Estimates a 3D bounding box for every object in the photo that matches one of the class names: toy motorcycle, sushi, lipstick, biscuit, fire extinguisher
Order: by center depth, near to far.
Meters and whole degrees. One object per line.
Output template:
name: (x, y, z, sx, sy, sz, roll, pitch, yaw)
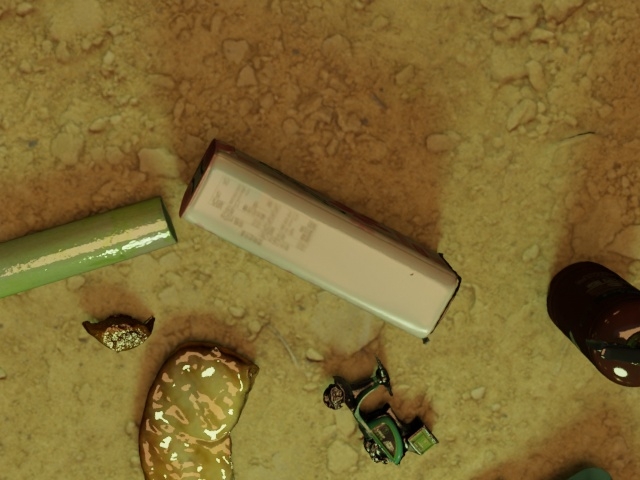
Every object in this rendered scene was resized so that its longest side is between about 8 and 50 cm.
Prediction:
fire extinguisher: (0.376, 0.111, 1.588, 0.135, 0.337, 0.114, 8, 99, -5)
lipstick: (-0.348, 0.015, 1.644, 0.304, 0.076, 0.076, -18, 103, 0)
sushi: (-0.279, 0.126, 1.689, 0.099, 0.047, 0.050, 6, 114, -23)
biscuit: (-0.181, 0.285, 1.731, 0.154, 0.045, 0.299, 9, 102, -8)
toy motorcycle: (0.082, 0.246, 1.739, 0.100, 0.058, 0.173, -39, 104, -3)

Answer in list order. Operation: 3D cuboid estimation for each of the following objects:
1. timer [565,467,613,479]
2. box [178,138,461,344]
timer: (0.354, 0.475, 1.796, 0.250, 0.091, 0.232, -26, 116, 12)
box: (0.000, 0.000, 1.611, 0.369, 0.190, 0.112, 28, 99, -9)
